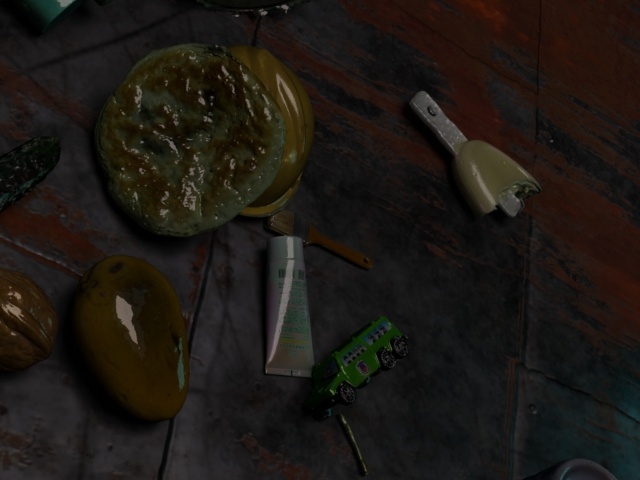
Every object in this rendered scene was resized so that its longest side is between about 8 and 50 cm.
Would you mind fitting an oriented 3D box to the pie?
[{"bbox_3d":[-0.156,-0.122,1.865,0.240,0.054,0.241,-1,83,5],"label":"pie"}]

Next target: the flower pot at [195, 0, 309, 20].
[{"bbox_3d":[-0.096,-0.482,2.090,0.290,0.290,0.259,-3,54,-39],"label":"flower pot"}]

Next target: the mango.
[{"bbox_3d":[-0.205,0.110,1.746,0.137,0.098,0.195,-27,88,-48],"label":"mango"}]

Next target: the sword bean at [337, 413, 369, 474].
[{"bbox_3d":[0.041,0.250,1.917,0.012,0.012,0.083,-11,71,-41],"label":"sword bean"}]

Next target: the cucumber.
[{"bbox_3d":[-0.382,-0.047,1.720,0.067,0.067,0.293,54,44,0],"label":"cucumber"}]

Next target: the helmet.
[{"bbox_3d":[-0.086,-0.169,1.966,0.205,0.140,0.257,-3,67,-36],"label":"helmet"}]

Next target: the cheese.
[{"bbox_3d":[0.213,-0.123,2.242,0.235,0.050,0.127,49,47,-6],"label":"cheese"}]

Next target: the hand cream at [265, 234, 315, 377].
[{"bbox_3d":[-0.042,0.083,1.932,0.076,0.047,0.174,8,70,-36],"label":"hand cream"}]

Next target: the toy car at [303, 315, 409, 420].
[{"bbox_3d":[0.039,0.158,1.928,0.062,0.071,0.165,52,47,1],"label":"toy car"}]

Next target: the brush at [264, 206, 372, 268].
[{"bbox_3d":[0.000,0.000,2.030,0.170,0.014,0.043,26,50,-26],"label":"brush"}]

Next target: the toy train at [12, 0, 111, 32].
[{"bbox_3d":[-0.363,-0.369,1.908,0.248,0.101,0.159,46,59,-5],"label":"toy train"}]

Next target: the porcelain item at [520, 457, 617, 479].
[{"bbox_3d":[0.314,0.362,1.993,0.147,0.114,0.147,21,53,-30],"label":"porcelain item"}]

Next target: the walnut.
[{"bbox_3d":[-0.335,0.086,1.658,0.124,0.105,0.105,51,44,-24],"label":"walnut"}]
